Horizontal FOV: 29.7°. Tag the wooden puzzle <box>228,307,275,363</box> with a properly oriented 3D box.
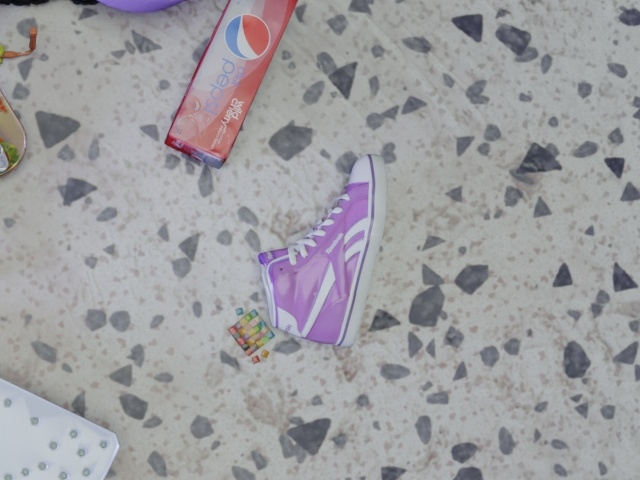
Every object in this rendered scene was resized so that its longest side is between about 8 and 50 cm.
[{"bbox_3d":[-0.098,0.133,1.728,0.049,0.006,0.083,-38,94,-12],"label":"wooden puzzle"}]

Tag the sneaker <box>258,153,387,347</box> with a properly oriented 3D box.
[{"bbox_3d":[0.000,0.000,1.713,0.161,0.102,0.282,14,83,-8],"label":"sneaker"}]

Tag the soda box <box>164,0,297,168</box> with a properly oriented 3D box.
[{"bbox_3d":[-0.127,-0.240,1.711,0.092,0.083,0.263,25,81,-9],"label":"soda box"}]

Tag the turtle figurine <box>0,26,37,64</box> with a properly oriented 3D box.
[{"bbox_3d":[-0.510,-0.318,1.587,0.217,0.269,0.087,-17,61,4],"label":"turtle figurine"}]

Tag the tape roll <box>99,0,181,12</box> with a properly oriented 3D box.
[{"bbox_3d":[-0.242,-0.456,1.647,0.275,0.090,0.274,3,84,-36],"label":"tape roll"}]

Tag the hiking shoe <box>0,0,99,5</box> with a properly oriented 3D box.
[{"bbox_3d":[-0.391,-0.391,1.675,0.227,0.086,0.114,0,77,-21],"label":"hiking shoe"}]

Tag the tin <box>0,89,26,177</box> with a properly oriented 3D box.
[{"bbox_3d":[-0.473,-0.172,1.626,0.106,0.040,0.189,-29,114,-5],"label":"tin"}]

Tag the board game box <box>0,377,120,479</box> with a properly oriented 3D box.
[{"bbox_3d":[-0.520,0.348,1.579,0.390,0.050,0.389,27,84,-5],"label":"board game box"}]
